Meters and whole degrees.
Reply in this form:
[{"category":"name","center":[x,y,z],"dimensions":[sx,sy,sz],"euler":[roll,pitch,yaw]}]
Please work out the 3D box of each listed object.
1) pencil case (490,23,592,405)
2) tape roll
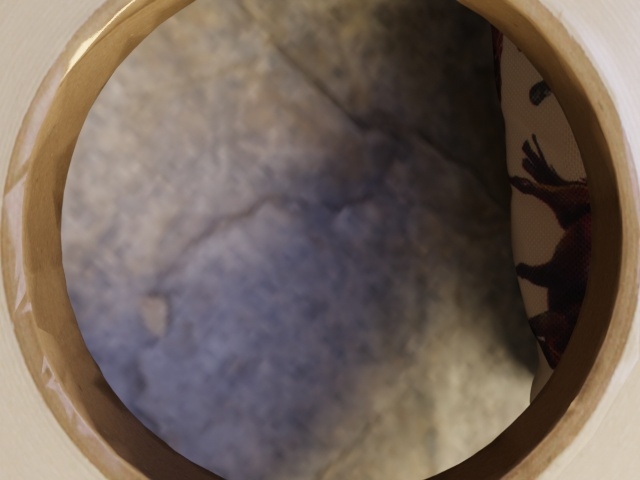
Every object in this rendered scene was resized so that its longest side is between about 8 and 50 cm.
[{"category":"pencil case","center":[0.152,-0.110,0.636],"dimensions":[0.160,0.183,0.410],"euler":[-6,91,-26]},{"category":"tape roll","center":[0.000,0.000,0.531],"dimensions":[0.392,0.072,0.392],"euler":[0,91,1]}]
